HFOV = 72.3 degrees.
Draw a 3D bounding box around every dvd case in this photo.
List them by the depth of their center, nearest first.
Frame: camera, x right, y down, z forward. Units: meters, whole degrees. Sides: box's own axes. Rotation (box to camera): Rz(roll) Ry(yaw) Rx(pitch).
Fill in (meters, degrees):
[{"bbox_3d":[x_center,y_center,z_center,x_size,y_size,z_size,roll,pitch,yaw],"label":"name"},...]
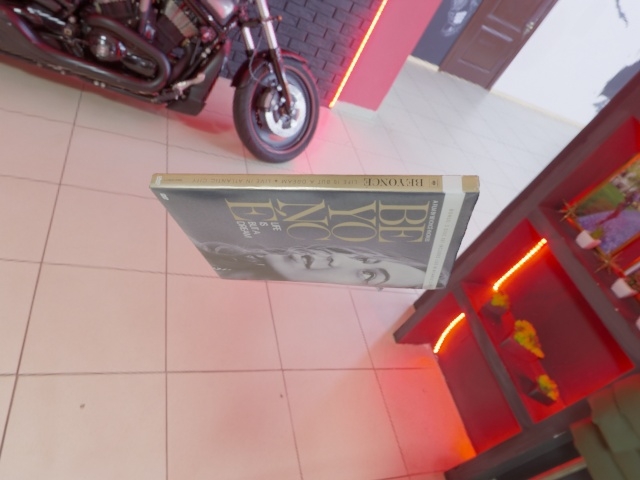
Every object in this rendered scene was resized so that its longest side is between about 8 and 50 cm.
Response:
[{"bbox_3d":[0.000,0.000,0.360,0.222,0.164,0.018,1,62,8],"label":"dvd case"}]

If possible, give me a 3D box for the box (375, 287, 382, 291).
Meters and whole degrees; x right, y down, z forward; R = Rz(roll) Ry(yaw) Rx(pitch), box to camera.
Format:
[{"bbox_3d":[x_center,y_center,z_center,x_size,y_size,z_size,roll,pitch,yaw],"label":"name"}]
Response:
[{"bbox_3d":[0.147,0.027,1.031,0.126,0.137,0.072,50,-2,22],"label":"box"}]
